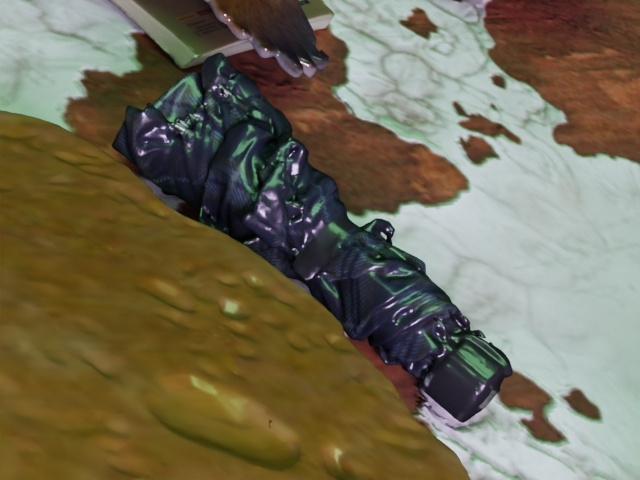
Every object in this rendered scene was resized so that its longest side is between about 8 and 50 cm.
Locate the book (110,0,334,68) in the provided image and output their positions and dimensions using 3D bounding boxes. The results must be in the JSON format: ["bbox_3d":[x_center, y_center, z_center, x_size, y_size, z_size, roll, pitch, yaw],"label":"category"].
[{"bbox_3d":[-0.101,-0.181,0.905,0.199,0.016,0.138,43,38,18],"label":"book"}]

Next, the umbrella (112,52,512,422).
[{"bbox_3d":[-0.001,0.000,0.711,0.224,0.071,0.080,43,66,11],"label":"umbrella"}]

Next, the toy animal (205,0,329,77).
[{"bbox_3d":[-0.165,-0.200,0.800,0.284,0.225,0.302,-27,46,-30],"label":"toy animal"}]

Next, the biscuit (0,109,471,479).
[{"bbox_3d":[-0.122,0.052,0.535,0.351,0.057,0.312,32,29,19],"label":"biscuit"}]
